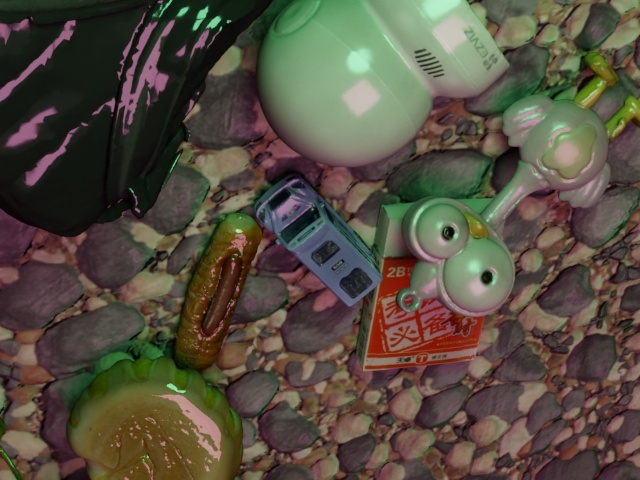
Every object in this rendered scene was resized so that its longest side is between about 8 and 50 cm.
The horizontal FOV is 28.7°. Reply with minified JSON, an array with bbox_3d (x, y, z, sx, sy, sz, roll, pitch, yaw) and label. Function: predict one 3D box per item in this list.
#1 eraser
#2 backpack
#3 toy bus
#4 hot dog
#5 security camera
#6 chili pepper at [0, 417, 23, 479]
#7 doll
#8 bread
[{"bbox_3d":[0.135,0.056,1.547,0.157,0.038,0.230,-4,124,-18],"label":"eraser"},{"bbox_3d":[-0.192,-0.237,1.090,0.445,0.255,0.363,-49,135,-5],"label":"backpack"},{"bbox_3d":[0.000,0.000,1.434,0.073,0.076,0.167,-40,127,8],"label":"toy bus"},{"bbox_3d":[-0.123,0.067,1.452,0.066,0.047,0.215,11,118,-24],"label":"hot dog"},{"bbox_3d":[0.048,-0.177,1.266,0.236,0.194,0.194,-39,127,10],"label":"security camera"},{"bbox_3d":[-0.404,0.196,1.420,0.072,0.073,0.204,-17,117,13],"label":"chili pepper"},{"bbox_3d":[0.220,-0.050,1.442,0.365,0.094,0.160,-46,110,-4],"label":"doll"},{"bbox_3d":[-0.190,0.229,1.486,0.213,0.105,0.213,2,114,3],"label":"bread"}]
